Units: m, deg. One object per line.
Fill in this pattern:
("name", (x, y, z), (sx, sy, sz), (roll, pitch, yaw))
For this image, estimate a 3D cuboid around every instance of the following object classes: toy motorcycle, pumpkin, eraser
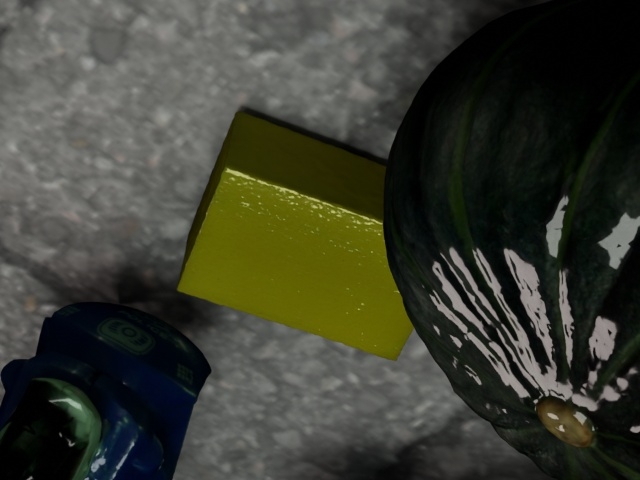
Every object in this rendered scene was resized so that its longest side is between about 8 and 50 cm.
("toy motorcycle", (-0.143, 0.150, 0.971), (0.125, 0.196, 0.331), (30, 150, 10))
("pumpkin", (0.148, -0.001, 0.730), (0.250, 0.216, 0.250), (23, 167, 6))
("eraser", (0.000, 0.000, 0.873), (0.122, 0.045, 0.097), (18, 136, -6))
